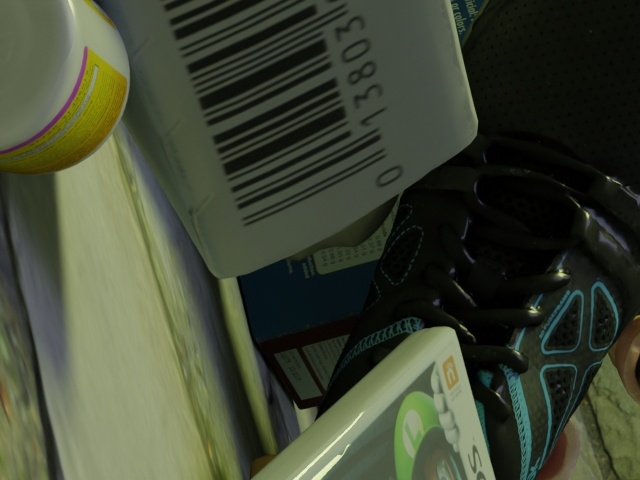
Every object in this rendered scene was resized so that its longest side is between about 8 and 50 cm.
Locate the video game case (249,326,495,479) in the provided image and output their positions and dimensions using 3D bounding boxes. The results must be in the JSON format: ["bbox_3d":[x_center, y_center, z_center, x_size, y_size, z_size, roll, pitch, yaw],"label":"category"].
[{"bbox_3d":[0.028,0.141,0.637,0.190,0.022,0.173,-35,111,-59],"label":"video game case"}]

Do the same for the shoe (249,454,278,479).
[{"bbox_3d":[0.022,0.171,0.717,0.076,0.058,0.219,-100,173,-63],"label":"shoe"}]

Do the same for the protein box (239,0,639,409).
[{"bbox_3d":[0.051,-0.043,0.984,0.136,0.201,0.200,67,8,-69],"label":"protein box"}]

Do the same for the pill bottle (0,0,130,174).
[{"bbox_3d":[-0.064,-0.036,0.383,0.083,0.043,0.043,35,40,-85],"label":"pill bottle"}]

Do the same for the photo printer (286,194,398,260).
[{"bbox_3d":[-0.041,-0.160,0.809,0.256,0.107,0.307,72,5,-56],"label":"photo printer"}]

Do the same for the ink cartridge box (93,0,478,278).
[{"bbox_3d":[-0.105,-0.218,0.498,0.385,0.091,0.308,53,-12,41],"label":"ink cartridge box"}]

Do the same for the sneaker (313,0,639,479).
[{"bbox_3d":[0.081,0.028,0.793,0.139,0.125,0.341,-37,146,-76],"label":"sneaker"}]

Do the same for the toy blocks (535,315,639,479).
[{"bbox_3d":[0.198,-0.016,1.157,0.288,0.309,0.260,64,-3,-11],"label":"toy blocks"}]
